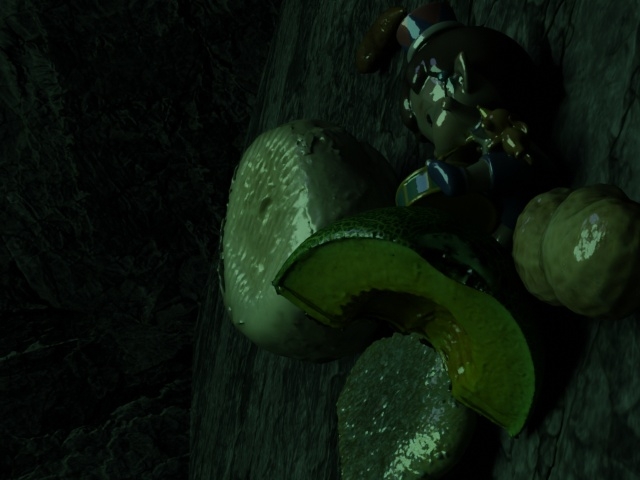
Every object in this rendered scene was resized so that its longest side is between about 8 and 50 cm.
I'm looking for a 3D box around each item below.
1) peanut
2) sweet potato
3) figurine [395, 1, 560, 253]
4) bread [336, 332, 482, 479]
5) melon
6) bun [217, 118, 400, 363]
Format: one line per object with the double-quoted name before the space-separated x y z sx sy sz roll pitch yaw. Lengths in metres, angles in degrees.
"peanut" 0.208 0.006 0.995 0.228 0.086 0.104 -169 93 -82
"sweet potato" 0.099 -0.321 1.975 0.218 0.051 0.065 129 154 -66
"figurine" 0.144 -0.118 1.249 0.161 0.158 0.275 56 -156 -43
"bread" 0.094 0.168 1.301 0.207 0.056 0.286 -50 22 19
"melon" 0.112 0.034 1.122 0.129 0.265 0.169 -54 -6 -36
"bun" 0.000 0.000 1.754 0.360 0.211 0.359 -171 90 -68
